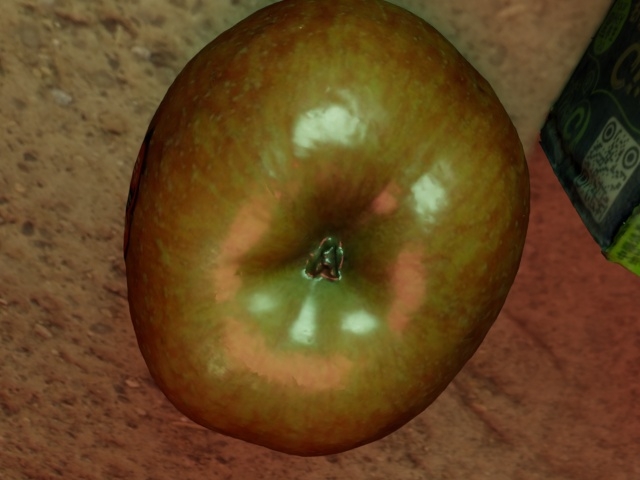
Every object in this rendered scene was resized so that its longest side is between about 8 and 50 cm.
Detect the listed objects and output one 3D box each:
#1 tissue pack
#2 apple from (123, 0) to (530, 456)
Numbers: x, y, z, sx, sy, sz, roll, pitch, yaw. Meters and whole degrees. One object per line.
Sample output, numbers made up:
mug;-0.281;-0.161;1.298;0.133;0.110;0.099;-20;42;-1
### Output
tissue pack;0.227;-0.114;0.388;0.073;0.173;0.235;17;123;-9
apple;0.000;0.000;0.454;0.277;0.250;0.309;4;120;8
